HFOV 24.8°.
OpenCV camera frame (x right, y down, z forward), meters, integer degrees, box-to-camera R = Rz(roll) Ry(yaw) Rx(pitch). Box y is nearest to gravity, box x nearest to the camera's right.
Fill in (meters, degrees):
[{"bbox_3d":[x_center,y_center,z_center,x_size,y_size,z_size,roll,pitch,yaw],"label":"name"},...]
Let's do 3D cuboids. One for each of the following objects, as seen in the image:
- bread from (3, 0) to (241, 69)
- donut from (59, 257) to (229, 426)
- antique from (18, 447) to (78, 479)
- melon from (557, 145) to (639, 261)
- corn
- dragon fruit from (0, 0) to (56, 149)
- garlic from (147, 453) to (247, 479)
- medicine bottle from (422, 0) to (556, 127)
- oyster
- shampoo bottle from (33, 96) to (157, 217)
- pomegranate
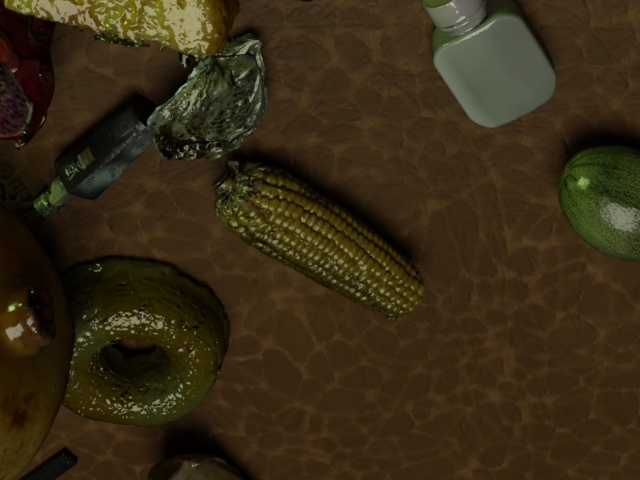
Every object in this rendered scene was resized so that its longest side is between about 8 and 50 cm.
[{"bbox_3d":[-0.210,-0.305,1.597,0.261,0.160,0.147,16,120,-5],"label":"bread"},{"bbox_3d":[-0.257,0.152,1.980,0.272,0.107,0.272,-1,129,-1],"label":"donut"},{"bbox_3d":[-0.442,0.371,2.203,0.192,0.015,0.031,-36,120,24],"label":"antique"},{"bbox_3d":[0.385,-0.044,1.808,0.192,0.139,0.139,25,123,-15],"label":"melon"},{"bbox_3d":[0.000,0.000,1.862,0.318,0.115,0.115,30,122,-21],"label":"corn"},{"bbox_3d":[-0.383,-0.232,1.677,0.219,0.148,0.223,9,145,32],"label":"dragon fruit"},{"bbox_3d":[-0.161,0.401,2.121,0.151,0.196,0.338,-25,123,-1],"label":"garlic"},{"bbox_3d":[0.193,-0.226,1.711,0.119,0.069,0.183,-26,124,20],"label":"medicine bottle"},{"bbox_3d":[-0.129,-0.165,1.750,0.177,0.064,0.125,-33,142,1],"label":"oyster"},{"bbox_3d":[-0.280,-0.097,1.817,0.208,0.057,0.063,-37,150,26],"label":"shampoo bottle"},{"bbox_3d":[-0.480,0.121,1.771,0.417,0.416,0.416,0,128,0],"label":"pomegranate"}]
